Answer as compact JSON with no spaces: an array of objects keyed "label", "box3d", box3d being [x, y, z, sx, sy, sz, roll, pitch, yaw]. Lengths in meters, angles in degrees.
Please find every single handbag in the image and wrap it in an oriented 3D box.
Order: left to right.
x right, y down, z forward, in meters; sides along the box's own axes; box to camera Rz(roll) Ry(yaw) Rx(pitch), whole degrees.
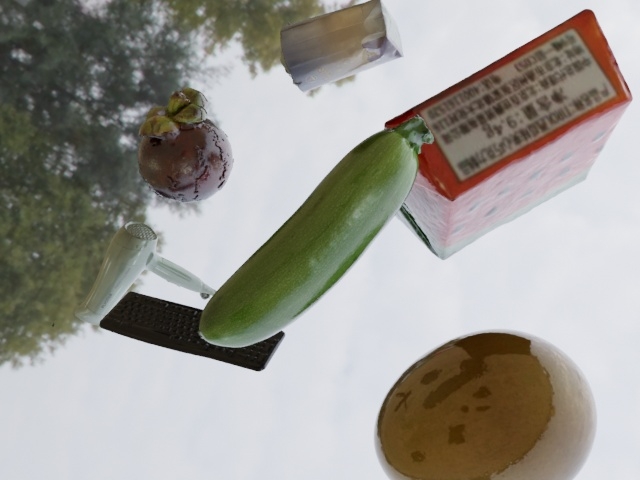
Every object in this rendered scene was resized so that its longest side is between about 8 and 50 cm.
[{"label":"handbag","box3d":[0.020,-0.262,0.987,0.173,0.117,0.095,-11,-96,18]}]

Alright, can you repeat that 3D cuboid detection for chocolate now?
[{"label":"chocolate","box3d":[0.285,-0.141,1.156,0.360,0.341,0.161,-30,-109,-3]}]

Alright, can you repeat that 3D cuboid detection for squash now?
[{"label":"squash","box3d":[0.000,0.000,0.915,0.395,0.107,0.107,-47,-146,5]}]

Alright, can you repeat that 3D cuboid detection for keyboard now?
[{"label":"keyboard","box3d":[-0.247,0.128,1.117,0.381,0.041,0.103,7,-149,18]}]

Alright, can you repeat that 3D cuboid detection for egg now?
[{"label":"egg","box3d":[0.228,0.261,1.033,0.322,0.250,0.250,-26,-138,23]}]

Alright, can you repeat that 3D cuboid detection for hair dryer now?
[{"label":"hair dryer","box3d":[-0.293,0.087,1.309,0.206,0.237,0.075,-57,-146,19]}]

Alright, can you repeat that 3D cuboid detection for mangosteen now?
[{"label":"mangosteen","box3d":[-0.224,-0.153,1.177,0.166,0.180,0.166,-8,-156,3]}]
